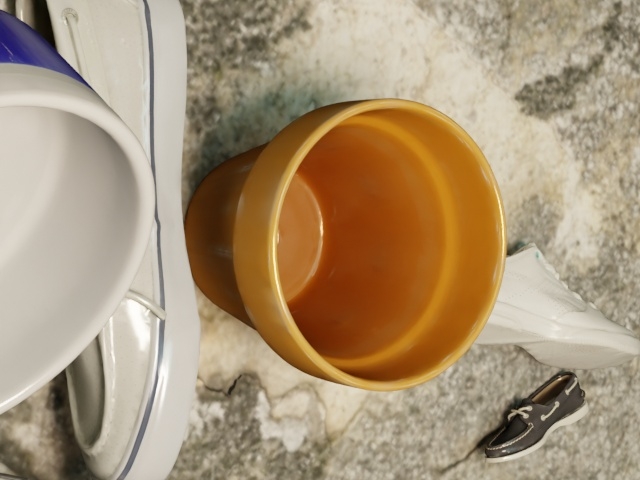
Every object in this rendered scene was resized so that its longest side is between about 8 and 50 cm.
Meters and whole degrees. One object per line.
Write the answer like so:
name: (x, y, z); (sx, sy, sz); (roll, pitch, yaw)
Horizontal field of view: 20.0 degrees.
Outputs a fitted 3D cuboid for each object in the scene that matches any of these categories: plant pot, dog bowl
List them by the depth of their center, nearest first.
dog bowl: (-0.234, -0.005, 1.047); (0.265, 0.104, 0.265); (-27, 143, -23)
plant pot: (0.000, 0.000, 1.335); (0.205, 0.188, 0.205); (-2, 93, -34)

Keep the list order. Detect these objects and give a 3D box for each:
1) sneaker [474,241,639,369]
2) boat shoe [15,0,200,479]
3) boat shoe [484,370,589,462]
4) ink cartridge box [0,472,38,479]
sneaker: (0.189, 0.050, 1.540); (0.212, 0.080, 0.094); (17, 62, -31)
boat shoe: (-0.177, -0.008, 1.247); (0.156, 0.136, 0.367); (1, 89, -35)
boat shoe: (0.183, 0.152, 1.553); (0.125, 0.046, 0.038); (-26, 105, -34)
ink cartridge box: (-0.267, 0.341, 1.183); (0.285, 0.166, 0.394); (18, 82, -34)
